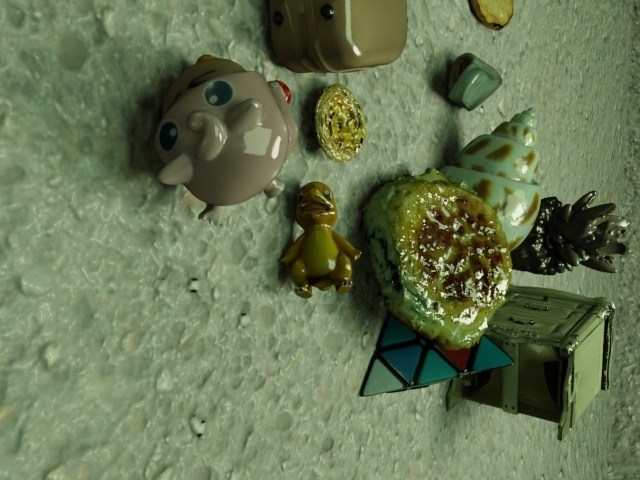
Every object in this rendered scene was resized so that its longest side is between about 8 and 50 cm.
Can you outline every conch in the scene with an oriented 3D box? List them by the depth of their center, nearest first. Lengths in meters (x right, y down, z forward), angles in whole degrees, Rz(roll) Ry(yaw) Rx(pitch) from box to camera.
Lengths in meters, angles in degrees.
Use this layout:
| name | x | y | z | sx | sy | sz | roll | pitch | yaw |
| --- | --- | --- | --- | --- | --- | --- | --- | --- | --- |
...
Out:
| name | x | y | z | sx | sy | sz | roll | pitch | yaw |
| --- | --- | --- | --- | --- | --- | --- | --- | --- | --- |
| conch | 0.351 | -0.102 | 1.501 | 0.249 | 0.197 | 0.368 | 19 | 72 | -38 |

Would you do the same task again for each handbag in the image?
| name | x | y | z | sx | sy | sz | roll | pitch | yaw |
| --- | --- | --- | --- | --- | --- | --- | --- | --- | --- |
| handbag | 0.044 | -0.399 | 1.064 | 0.283 | 0.149 | 0.302 | -14 | 102 | -52 |

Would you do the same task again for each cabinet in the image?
| name | x | y | z | sx | sy | sz | roll | pitch | yaw |
| --- | --- | --- | --- | --- | --- | --- | --- | --- | --- |
| cabinet | 0.471 | 0.256 | 1.613 | 0.318 | 0.289 | 0.228 | -19 | 112 | -51 |

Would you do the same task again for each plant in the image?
| name | x | y | z | sx | sy | sz | roll | pitch | yaw |
| --- | --- | --- | --- | --- | --- | --- | --- | --- | --- |
| plant | 0.555 | -0.003 | 1.692 | 0.181 | 0.320 | 0.194 | -40 | 122 | -46 |

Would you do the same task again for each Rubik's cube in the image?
| name | x | y | z | sx | sy | sz | roll | pitch | yaw |
| --- | --- | --- | --- | --- | --- | --- | --- | --- | --- |
| Rubik's cube | 0.151 | 0.203 | 1.328 | 0.234 | 0.284 | 0.250 | -26 | 89 | -30 |

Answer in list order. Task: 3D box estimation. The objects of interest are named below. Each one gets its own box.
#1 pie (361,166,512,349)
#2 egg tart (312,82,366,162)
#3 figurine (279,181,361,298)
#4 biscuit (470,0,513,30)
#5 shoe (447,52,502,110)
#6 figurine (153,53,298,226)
| name | x | y | z | sx | sy | sz | roll | pitch | yaw |
| --- | --- | --- | --- | --- | --- | --- | --- | --- | --- |
| pie | 0.216 | 0.019 | 1.280 | 0.288 | 0.103 | 0.355 | 3 | 67 | -33 |
| egg tart | 0.022 | -0.185 | 1.130 | 0.128 | 0.049 | 0.129 | 3 | 86 | -51 |
| figurine | 0.000 | -0.001 | 1.088 | 0.122 | 0.121 | 0.176 | 41 | 44 | -82 |
| biscuit | 0.408 | -0.594 | 1.687 | 0.260 | 0.041 | 0.203 | 12 | 79 | -56 |
| shoe | 0.319 | -0.346 | 1.532 | 0.100 | 0.103 | 0.251 | 47 | 21 | 9 |
| figurine | -0.111 | -0.132 | 0.877 | 0.186 | 0.176 | 0.287 | 48 | 19 | 7 |
